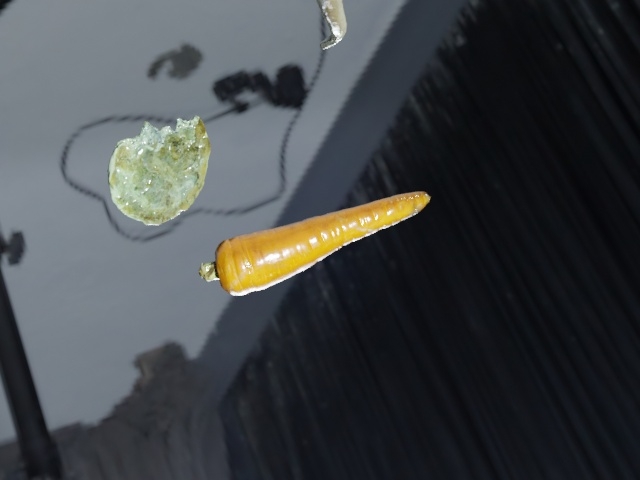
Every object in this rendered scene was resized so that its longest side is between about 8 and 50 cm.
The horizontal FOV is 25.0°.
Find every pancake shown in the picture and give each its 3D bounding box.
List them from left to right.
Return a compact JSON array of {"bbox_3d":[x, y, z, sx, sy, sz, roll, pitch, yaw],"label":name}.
[{"bbox_3d":[-0.171,-0.074,1.549,0.129,0.022,0.116,-11,116,-39],"label":"pancake"}]

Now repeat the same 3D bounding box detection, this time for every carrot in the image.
[{"bbox_3d":[0.000,0.000,1.479,0.256,0.061,0.061,-17,148,-11],"label":"carrot"}]

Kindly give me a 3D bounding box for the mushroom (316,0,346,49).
[{"bbox_3d":[0.040,-0.213,1.049,0.068,0.043,0.306,38,149,-10],"label":"mushroom"}]
